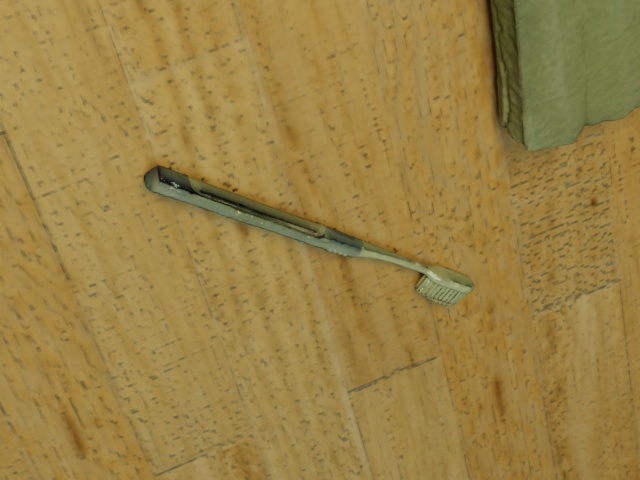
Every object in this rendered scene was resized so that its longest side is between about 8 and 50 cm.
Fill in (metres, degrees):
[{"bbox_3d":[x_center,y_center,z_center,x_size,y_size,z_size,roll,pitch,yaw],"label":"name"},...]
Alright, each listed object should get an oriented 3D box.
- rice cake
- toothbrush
[{"bbox_3d":[0.136,-0.163,0.663,0.127,0.043,0.237,-24,128,-9],"label":"rice cake"},{"bbox_3d":[0.000,0.000,0.732,0.220,0.016,0.019,20,121,-33],"label":"toothbrush"}]
